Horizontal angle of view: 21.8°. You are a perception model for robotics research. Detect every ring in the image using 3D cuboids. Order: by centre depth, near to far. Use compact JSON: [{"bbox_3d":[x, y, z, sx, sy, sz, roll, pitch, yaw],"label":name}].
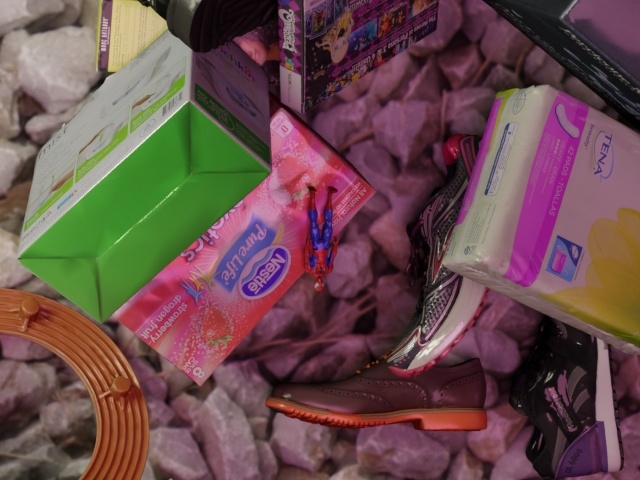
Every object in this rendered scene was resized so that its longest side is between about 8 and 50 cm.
[{"bbox_3d":[-0.350,0.193,1.829,0.336,0.337,0.032,16,143,-12],"label":"ring"}]

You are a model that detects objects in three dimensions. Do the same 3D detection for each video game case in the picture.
[{"bbox_3d":[0.045,-0.276,1.791,0.232,0.041,0.210,-36,140,-35],"label":"video game case"}]

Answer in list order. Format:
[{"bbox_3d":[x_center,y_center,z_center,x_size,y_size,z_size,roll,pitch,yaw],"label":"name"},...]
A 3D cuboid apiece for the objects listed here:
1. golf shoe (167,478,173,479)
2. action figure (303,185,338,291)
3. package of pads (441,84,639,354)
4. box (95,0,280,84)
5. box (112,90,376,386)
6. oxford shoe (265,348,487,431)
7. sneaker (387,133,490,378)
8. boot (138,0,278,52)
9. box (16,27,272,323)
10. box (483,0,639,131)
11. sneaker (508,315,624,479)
[{"bbox_3d":[-0.213,0.324,1.989,0.198,0.077,0.094,16,83,-14],"label":"golf shoe"},{"bbox_3d":[0.000,0.000,1.814,0.038,0.030,0.115,-3,107,-16],"label":"action figure"},{"bbox_3d":[0.302,-0.025,1.878,0.296,0.101,0.229,26,75,-25],"label":"package of pads"},{"bbox_3d":[-0.135,-0.225,1.869,0.232,0.058,0.087,3,103,-9],"label":"box"},{"bbox_3d":[-0.099,-0.005,1.883,0.154,0.142,0.300,41,94,-17],"label":"box"},{"bbox_3d":[0.067,0.177,1.991,0.271,0.097,0.098,3,84,-15],"label":"oxford shoe"},{"bbox_3d":[0.145,0.021,1.939,0.112,0.121,0.299,25,79,-6],"label":"sneaker"},{"bbox_3d":[-0.118,-0.350,1.800,0.260,0.348,0.131,38,131,24],"label":"boot"},{"bbox_3d":[-0.187,-0.085,1.768,0.262,0.231,0.127,-41,115,19],"label":"box"},{"bbox_3d":[0.368,-0.248,1.768,0.293,0.395,0.212,37,95,-15],"label":"box"},{"bbox_3d":[0.286,0.161,2.007,0.124,0.107,0.283,-10,105,0],"label":"sneaker"}]
